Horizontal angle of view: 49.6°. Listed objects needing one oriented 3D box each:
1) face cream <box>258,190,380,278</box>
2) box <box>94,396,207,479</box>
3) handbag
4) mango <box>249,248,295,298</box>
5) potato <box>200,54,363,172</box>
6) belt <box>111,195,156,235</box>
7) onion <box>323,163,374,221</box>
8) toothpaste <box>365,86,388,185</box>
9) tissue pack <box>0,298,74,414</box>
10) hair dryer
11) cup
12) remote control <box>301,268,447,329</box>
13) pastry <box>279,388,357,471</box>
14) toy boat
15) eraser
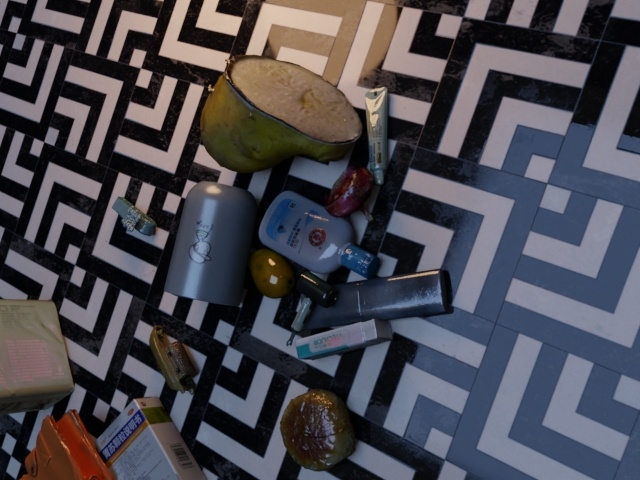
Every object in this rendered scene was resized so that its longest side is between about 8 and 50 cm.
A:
[{"bbox_3d":[0.000,0.000,1.761,0.336,0.080,0.163,29,88,30],"label":"face cream"},{"bbox_3d":[-0.475,0.617,1.929,0.200,0.106,0.299,-47,63,15],"label":"box"},{"bbox_3d":[-0.755,0.725,2.005,0.303,0.116,0.410,46,121,27],"label":"handbag"},{"bbox_3d":[-0.130,0.080,1.822,0.111,0.089,0.163,-38,56,16],"label":"mango"},{"bbox_3d":[-0.122,-0.284,1.825,0.397,0.290,0.296,25,132,-7],"label":"potato"},{"bbox_3d":[-0.575,-0.077,2.088,0.179,0.100,0.065,33,95,31],"label":"belt"},{"bbox_3d":[0.091,-0.103,1.724,0.140,0.150,0.150,39,106,-15],"label":"onion"},{"bbox_3d":[0.144,-0.262,1.746,0.067,0.037,0.256,-9,76,33],"label":"toothpaste"},{"bbox_3d":[-0.988,0.351,2.083,0.205,0.405,0.332,-32,69,25],"label":"tissue pack"},{"bbox_3d":[-0.036,0.184,1.731,0.100,0.057,0.198,33,105,31],"label":"hair dryer"},{"bbox_3d":[-0.288,0.008,1.853,0.205,0.205,0.312,10,87,30],"label":"cup"},{"bbox_3d":[0.123,0.147,1.696,0.377,0.044,0.107,-11,73,28],"label":"remote control"},{"bbox_3d":[-0.011,0.465,1.699,0.182,0.093,0.193,-32,69,24],"label":"pastry"},{"bbox_3d":[-0.415,0.334,1.961,0.088,0.068,0.226,-39,64,14],"label":"toy boat"},{"bbox_3d":[0.056,0.244,1.690,0.225,0.095,0.052,-18,71,26],"label":"eraser"}]
